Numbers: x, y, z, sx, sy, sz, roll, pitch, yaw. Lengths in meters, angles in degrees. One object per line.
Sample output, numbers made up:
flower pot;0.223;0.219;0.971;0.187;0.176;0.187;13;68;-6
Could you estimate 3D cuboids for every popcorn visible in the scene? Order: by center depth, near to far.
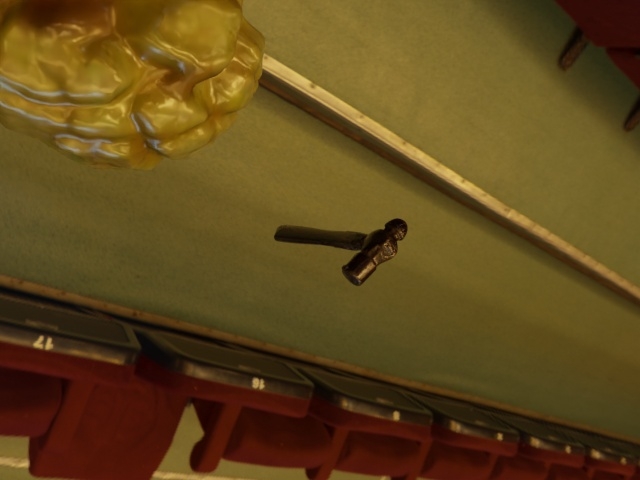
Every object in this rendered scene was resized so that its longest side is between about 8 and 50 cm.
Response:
popcorn;-0.176;-0.179;0.425;0.258;0.224;0.270;-20;97;3

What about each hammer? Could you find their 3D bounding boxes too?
hammer;0.000;0.000;0.501;0.065;0.178;0.021;-47;119;-21
